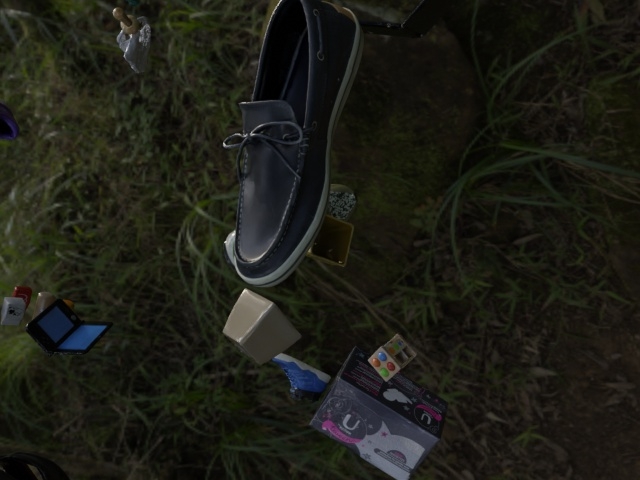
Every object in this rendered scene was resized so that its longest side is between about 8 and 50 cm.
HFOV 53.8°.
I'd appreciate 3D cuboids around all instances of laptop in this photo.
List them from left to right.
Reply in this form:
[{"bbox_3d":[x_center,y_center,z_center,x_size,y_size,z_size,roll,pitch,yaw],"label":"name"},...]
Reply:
[{"bbox_3d":[0.158,-0.484,1.261,0.234,0.264,0.136,-32,-49,-67],"label":"laptop"}]

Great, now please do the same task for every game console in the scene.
[{"bbox_3d":[-0.477,0.163,1.206,0.071,0.107,0.122,-33,13,19],"label":"game console"}]

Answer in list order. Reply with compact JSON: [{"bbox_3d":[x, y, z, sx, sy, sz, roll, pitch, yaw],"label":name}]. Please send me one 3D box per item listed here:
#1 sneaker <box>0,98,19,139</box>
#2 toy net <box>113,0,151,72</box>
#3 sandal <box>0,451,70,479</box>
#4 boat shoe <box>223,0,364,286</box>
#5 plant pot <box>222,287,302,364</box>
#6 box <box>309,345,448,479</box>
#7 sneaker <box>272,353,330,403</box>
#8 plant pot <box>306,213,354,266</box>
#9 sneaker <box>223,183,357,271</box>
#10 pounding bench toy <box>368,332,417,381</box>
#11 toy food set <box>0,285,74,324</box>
[{"bbox_3d":[-0.477,-0.165,0.836,0.071,0.170,0.068,44,114,19],"label":"sneaker"},{"bbox_3d":[-0.293,-0.368,0.957,0.232,0.045,0.122,97,-169,-50],"label":"toy net"},{"bbox_3d":[-0.568,0.530,1.303,0.167,0.446,0.107,-29,33,30],"label":"sandal"},{"bbox_3d":[-0.065,-0.173,1.046,0.187,0.156,0.500,12,85,42],"label":"boat shoe"},{"bbox_3d":[-0.123,0.174,1.227,0.096,0.109,0.109,-48,37,-19],"label":"plant pot"},{"bbox_3d":[0.129,0.385,1.396,0.163,0.247,0.142,-62,-7,27],"label":"box"},{"bbox_3d":[-0.057,0.314,1.422,0.084,0.152,0.058,-64,22,-12],"label":"sneaker"},{"bbox_3d":[0.000,0.000,1.172,0.083,0.081,0.081,-4,70,57],"label":"plant pot"},{"bbox_3d":[-0.054,-0.019,1.728,0.182,0.410,0.158,27,145,63],"label":"sneaker"},{"bbox_3d":[0.122,0.222,1.151,0.052,0.065,0.083,48,135,14],"label":"pounding bench toy"},{"bbox_3d":[-0.732,0.179,1.524,0.111,0.232,0.104,31,107,46],"label":"toy food set"}]
